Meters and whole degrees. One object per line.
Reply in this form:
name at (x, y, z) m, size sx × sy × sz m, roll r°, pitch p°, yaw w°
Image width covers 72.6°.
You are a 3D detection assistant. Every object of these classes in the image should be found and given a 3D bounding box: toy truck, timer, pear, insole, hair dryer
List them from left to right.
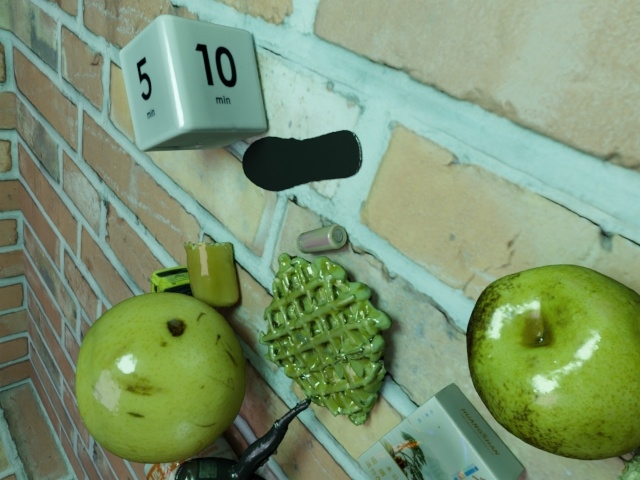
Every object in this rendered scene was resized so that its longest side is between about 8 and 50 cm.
pear at (-0.323, 0.279, 0.908) m, size 0.348 × 0.348 × 0.348 m, roll 13°, pitch 109°, yaw 42°
toy truck at (-0.390, 0.195, 1.154) m, size 0.157 × 0.124 × 0.272 m, roll 36°, pitch 126°, yaw 39°
timer at (-0.242, -0.285, 0.835) m, size 0.194 × 0.192 × 0.195 m, roll -2°, pitch 99°, yaw 45°
hair dryer at (-0.093, 0.446, 0.881) m, size 0.359 × 0.303 × 0.120 m, roll -52°, pitch 24°, yaw 18°
insole at (-0.050, -0.149, 0.815) m, size 0.322 × 0.007 × 0.109 m, roll 1°, pitch 103°, yaw 44°
pear at (0.260, 0.126, 0.464) m, size 0.197 × 0.197 × 0.197 m, roll 13°, pitch 109°, yaw 42°

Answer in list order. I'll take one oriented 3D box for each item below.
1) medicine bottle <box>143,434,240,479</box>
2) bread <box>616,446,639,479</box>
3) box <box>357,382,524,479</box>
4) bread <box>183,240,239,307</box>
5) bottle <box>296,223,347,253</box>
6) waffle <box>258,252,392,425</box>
medicine bottle at (-0.332, 0.590, 1.131) m, size 0.371 × 0.211 × 0.211 m, roll 45°, pitch 127°, yaw 27°
bread at (0.388, 0.271, 0.378) m, size 0.245 × 0.174 × 0.121 m, roll 57°, pitch 131°, yaw 23°
box at (0.174, 0.348, 0.680) m, size 0.149 × 0.067 × 0.233 m, roll 50°, pitch 129°, yaw 23°
bread at (-0.259, 0.080, 1.020) m, size 0.134 × 0.085 × 0.173 m, roll -4°, pitch 97°, yaw 45°
bottle at (0.000, 0.000, 0.778) m, size 0.096 × 0.045 × 0.045 m, roll -13°, pitch 91°, yaw 47°
waffle at (-0.004, 0.182, 0.805) m, size 0.297 × 0.073 × 0.317 m, roll 30°, pitch 122°, yaw 36°
